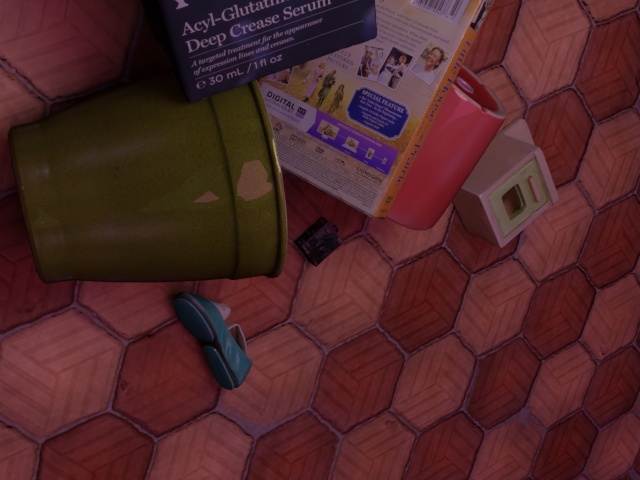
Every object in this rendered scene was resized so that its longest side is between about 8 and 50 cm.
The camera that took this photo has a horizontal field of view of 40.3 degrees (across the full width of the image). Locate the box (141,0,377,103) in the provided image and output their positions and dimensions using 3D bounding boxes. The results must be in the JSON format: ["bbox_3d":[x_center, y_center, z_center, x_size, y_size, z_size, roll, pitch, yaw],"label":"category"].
[{"bbox_3d":[-0.108,-0.428,1.138,0.294,0.212,0.395,-22,140,-10],"label":"box"}]

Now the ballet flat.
[{"bbox_3d":[-0.195,0.169,1.634,0.087,0.083,0.247,-50,131,-36],"label":"ballet flat"}]

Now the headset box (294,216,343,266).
[{"bbox_3d":[0.000,0.000,1.704,0.083,0.032,0.062,-41,125,-9],"label":"headset box"}]

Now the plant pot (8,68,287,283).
[{"bbox_3d":[-0.273,-0.083,1.331,0.353,0.366,0.366,-13,116,-15],"label":"plant pot"}]

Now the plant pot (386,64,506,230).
[{"bbox_3d":[0.176,-0.192,1.539,0.275,0.275,0.243,21,123,-36],"label":"plant pot"}]

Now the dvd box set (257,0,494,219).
[{"bbox_3d":[0.065,-0.287,1.431,0.420,0.308,0.062,-65,157,9],"label":"dvd box set"}]

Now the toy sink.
[{"bbox_3d":[0.405,-0.124,1.844,0.234,0.131,0.152,-39,126,-14],"label":"toy sink"}]
